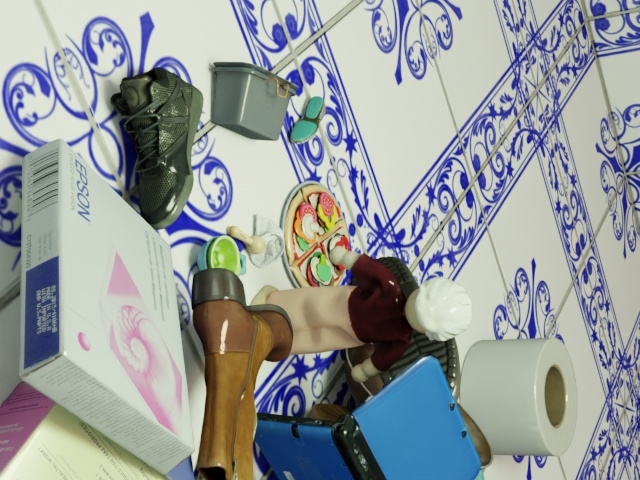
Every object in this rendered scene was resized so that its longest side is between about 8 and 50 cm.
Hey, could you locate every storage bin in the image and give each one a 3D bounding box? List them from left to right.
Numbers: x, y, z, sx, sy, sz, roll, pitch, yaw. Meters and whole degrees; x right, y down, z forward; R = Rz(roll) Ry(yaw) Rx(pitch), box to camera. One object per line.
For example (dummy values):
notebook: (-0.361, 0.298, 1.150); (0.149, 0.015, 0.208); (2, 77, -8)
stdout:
storage bin: (-0.099, -0.205, 1.658); (0.135, 0.098, 0.091); (17, 82, -56)

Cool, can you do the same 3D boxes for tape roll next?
tape roll: (0.419, 0.328, 2.314); (0.246, 0.169, 0.246); (14, 73, -57)

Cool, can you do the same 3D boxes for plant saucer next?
plant saucer: (0.156, 0.289, 1.865); (0.050, 0.310, 0.310); (-54, 149, 14)

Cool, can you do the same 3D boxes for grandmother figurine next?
grandmother figurine: (0.062, 0.105, 1.621); (0.104, 0.342, 0.208); (-47, 124, -50)

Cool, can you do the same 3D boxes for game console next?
game console: (0.072, 0.313, 1.667); (0.173, 0.250, 0.293); (-60, 139, -39)

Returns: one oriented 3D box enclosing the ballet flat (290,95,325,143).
ballet flat: (-0.018, -0.190, 1.828); (0.041, 0.041, 0.114); (58, 42, -36)

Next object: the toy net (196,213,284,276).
toy net: (-0.105, 0.031, 1.647); (0.232, 0.045, 0.122); (-29, 110, -56)

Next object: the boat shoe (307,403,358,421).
boat shoe: (0.071, 0.355, 1.834); (0.342, 0.123, 0.123); (20, 101, -56)

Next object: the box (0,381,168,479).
box: (-0.300, 0.307, 1.206); (0.214, 0.117, 0.243); (57, 40, -23)

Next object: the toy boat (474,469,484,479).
toy boat: (0.273, 0.495, 1.976); (0.318, 0.148, 0.268); (104, -17, -82)

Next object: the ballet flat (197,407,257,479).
ballet flat: (-0.137, 0.318, 1.551); (0.067, 0.073, 0.206); (84, 21, -59)

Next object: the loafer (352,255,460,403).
loafer: (0.156, 0.176, 1.846); (0.366, 0.133, 0.130); (-105, 175, -51)

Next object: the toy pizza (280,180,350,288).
toy pizza: (0.000, 0.000, 1.830); (0.201, 0.032, 0.201); (13, 75, -57)

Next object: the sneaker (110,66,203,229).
sneaker: (-0.225, -0.131, 1.449); (0.130, 0.087, 0.228); (35, 53, -48)

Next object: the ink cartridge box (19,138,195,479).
ink cartridge box: (-0.226, 0.093, 1.298); (0.330, 0.071, 0.324); (48, 21, -45)

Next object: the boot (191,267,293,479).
boot: (-0.094, 0.209, 1.488); (0.264, 0.096, 0.281); (63, 19, -61)
